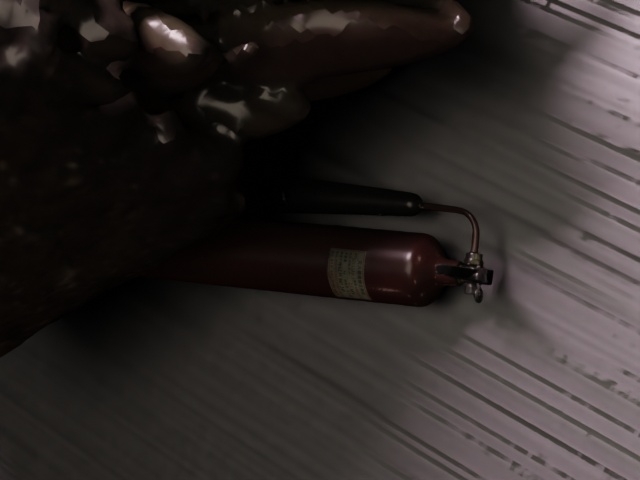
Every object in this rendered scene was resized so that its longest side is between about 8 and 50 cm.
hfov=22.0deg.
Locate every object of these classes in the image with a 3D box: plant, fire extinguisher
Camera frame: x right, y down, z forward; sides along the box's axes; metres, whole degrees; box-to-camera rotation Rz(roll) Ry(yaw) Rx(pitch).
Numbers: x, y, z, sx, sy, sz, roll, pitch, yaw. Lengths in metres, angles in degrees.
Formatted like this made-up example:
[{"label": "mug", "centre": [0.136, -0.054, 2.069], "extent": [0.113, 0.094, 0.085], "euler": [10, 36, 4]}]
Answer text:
[{"label": "plant", "centre": [-0.086, -0.087, 0.619], "extent": [0.321, 0.181, 0.194], "euler": [-42, 54, 17]}, {"label": "fire extinguisher", "centre": [0.000, 0.000, 0.657], "extent": [0.173, 0.035, 0.049], "euler": [5, 49, 31]}]
